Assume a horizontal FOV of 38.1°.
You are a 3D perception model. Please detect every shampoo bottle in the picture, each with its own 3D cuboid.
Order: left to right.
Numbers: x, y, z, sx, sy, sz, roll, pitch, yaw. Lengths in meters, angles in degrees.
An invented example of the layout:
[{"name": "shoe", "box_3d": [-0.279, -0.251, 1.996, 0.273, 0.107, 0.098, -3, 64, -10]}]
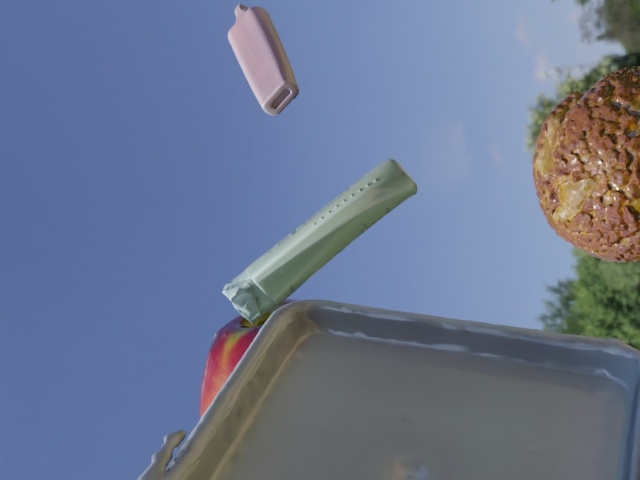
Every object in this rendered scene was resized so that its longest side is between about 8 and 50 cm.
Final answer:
[{"name": "shampoo bottle", "box_3d": [0.000, 0.000, 0.911, 0.049, 0.212, 0.072, 52, -179, 0]}]

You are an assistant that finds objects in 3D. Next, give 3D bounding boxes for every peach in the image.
[{"name": "peach", "box_3d": [-0.025, 0.180, 1.002, 0.196, 0.190, 0.226, -26, -71, -32]}]

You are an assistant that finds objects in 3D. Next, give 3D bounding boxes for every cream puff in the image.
[{"name": "cream puff", "box_3d": [0.422, -0.113, 1.337, 0.303, 0.212, 0.303, -169, 90, -78]}]

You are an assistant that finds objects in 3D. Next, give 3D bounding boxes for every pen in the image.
[{"name": "pen", "box_3d": [-0.065, -0.199, 0.966, 0.032, 0.053, 0.197, 29, -153, -38]}]

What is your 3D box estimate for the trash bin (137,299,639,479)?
[{"name": "trash bin", "box_3d": [0.068, 0.230, 0.435, 0.256, 0.296, 0.367, -53, -35, -52]}]
